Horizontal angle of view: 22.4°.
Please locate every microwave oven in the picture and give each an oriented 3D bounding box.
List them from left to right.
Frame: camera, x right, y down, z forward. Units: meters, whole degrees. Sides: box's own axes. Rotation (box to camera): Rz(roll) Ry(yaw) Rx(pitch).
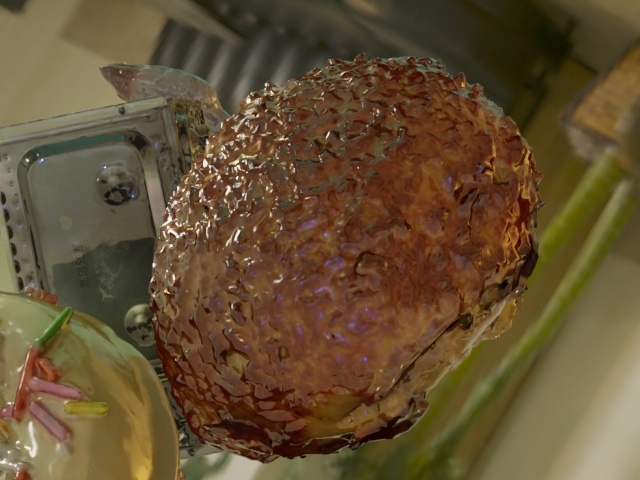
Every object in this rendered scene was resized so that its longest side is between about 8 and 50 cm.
[{"bbox_3d":[-0.204,0.042,1.887,0.247,0.394,0.333,-11,-176,2],"label":"microwave oven"}]

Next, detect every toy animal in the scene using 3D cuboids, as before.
[{"bbox_3d":[-0.191,-0.195,2.354,0.324,0.090,0.195,28,-172,35],"label":"toy animal"}]

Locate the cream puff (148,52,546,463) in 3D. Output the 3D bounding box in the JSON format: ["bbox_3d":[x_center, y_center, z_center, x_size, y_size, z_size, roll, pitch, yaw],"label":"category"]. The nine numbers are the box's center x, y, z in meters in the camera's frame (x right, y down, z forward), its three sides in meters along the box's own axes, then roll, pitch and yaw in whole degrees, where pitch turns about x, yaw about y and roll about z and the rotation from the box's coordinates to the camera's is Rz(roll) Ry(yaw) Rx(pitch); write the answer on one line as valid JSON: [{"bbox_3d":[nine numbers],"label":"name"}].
[{"bbox_3d":[0.002,0.001,1.192,0.229,0.350,0.350,41,174,-22],"label":"cream puff"}]

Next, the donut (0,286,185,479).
[{"bbox_3d":[-0.293,0.182,1.354,0.371,0.307,0.150,-8,149,24],"label":"donut"}]

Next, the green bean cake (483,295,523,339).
[{"bbox_3d":[0.110,-0.013,1.709,0.224,0.229,0.131,19,160,-38],"label":"green bean cake"}]
